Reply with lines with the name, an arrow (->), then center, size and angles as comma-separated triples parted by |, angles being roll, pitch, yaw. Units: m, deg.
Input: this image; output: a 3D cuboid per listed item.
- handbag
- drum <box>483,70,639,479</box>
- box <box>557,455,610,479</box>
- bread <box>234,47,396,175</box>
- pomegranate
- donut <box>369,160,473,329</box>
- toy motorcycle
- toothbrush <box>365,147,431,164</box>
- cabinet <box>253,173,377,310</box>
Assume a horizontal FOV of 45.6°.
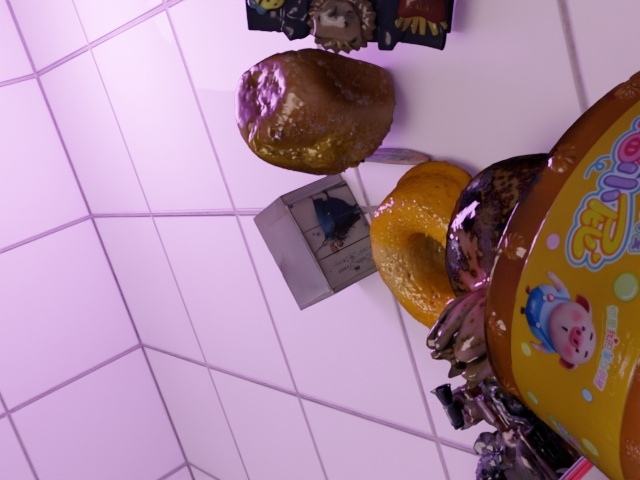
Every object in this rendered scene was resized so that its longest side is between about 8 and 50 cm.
handbag -> 0.038, -0.415, 1.040 | 0.303, 0.122, 0.329 | 11, 129, 14
drum -> 0.376, 0.047, 0.704 | 0.214, 0.431, 0.431 | 42, 144, 51
box -> 0.458, 0.367, 0.936 | 0.314, 0.312, 0.300 | 45, 141, 25
bread -> 0.003, -0.197, 1.239 | 0.195, 0.246, 0.176 | -20, 71, 50
pomegranate -> 0.257, 0.047, 0.963 | 0.285, 0.341, 0.285 | 35, 145, 30
donut -> 0.198, 0.026, 1.237 | 0.303, 0.110, 0.303 | 34, 140, 34
toy motorcycle -> 0.292, 0.305, 1.290 | 0.401, 0.134, 0.207 | 58, 141, 7
toothbrush -> 0.059, -0.157, 1.383 | 0.375, 0.028, 0.037 | 11, 147, 50
cabinet -> 0.000, 0.000, 1.468 | 0.206, 0.145, 0.150 | 62, 148, 3
